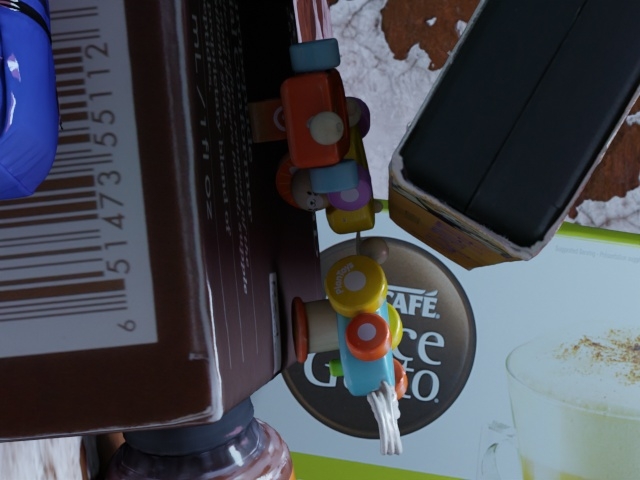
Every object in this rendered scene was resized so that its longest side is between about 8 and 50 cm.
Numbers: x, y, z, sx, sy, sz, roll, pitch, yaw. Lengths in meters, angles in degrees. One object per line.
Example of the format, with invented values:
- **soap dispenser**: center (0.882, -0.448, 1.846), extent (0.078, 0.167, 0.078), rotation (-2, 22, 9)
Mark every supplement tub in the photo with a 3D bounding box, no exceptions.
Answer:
- **supplement tub**: center (-0.059, 0.167, 1.029), extent (0.106, 0.106, 0.198), rotation (-83, 167, -66)

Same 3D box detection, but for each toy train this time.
- **toy train**: center (0.000, 0.000, 0.753), extent (0.125, 0.046, 0.166), rotation (-68, 150, -75)

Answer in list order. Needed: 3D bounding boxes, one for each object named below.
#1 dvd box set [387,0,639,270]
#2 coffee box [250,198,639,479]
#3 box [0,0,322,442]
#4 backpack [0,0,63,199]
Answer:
- **dvd box set**: center (0.125, -0.131, 0.784), extent (0.308, 0.062, 0.420), rotation (-60, 178, 1)
- **coffee box**: center (0.123, 0.146, 1.400), extent (0.338, 0.337, 0.334), rotation (-11, 109, -83)
- **box**: center (-0.086, -0.027, 0.803), extent (0.381, 0.143, 0.191), rotation (-21, 106, -86)
- **backpack**: center (-0.132, -0.065, 0.565), extent (0.098, 0.101, 0.120), rotation (90, -7, -77)
